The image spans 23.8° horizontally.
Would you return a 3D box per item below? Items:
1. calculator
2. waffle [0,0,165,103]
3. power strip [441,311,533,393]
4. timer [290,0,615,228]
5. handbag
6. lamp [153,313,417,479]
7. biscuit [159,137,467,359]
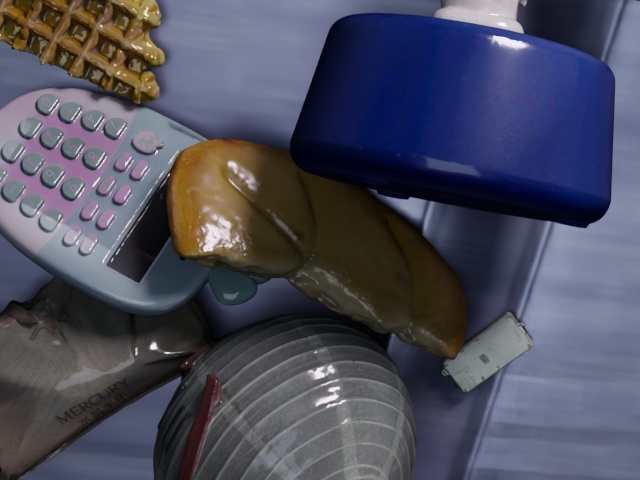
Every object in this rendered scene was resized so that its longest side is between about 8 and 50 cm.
[{"bbox_3d":[-0.175,-0.032,1.374,0.299,0.041,0.185,28,66,5],"label":"calculator"},{"bbox_3d":[-0.240,-0.196,1.395,0.192,0.046,0.160,-7,99,9],"label":"waffle"},{"bbox_3d":[0.156,0.106,1.422,0.090,0.016,0.040,-37,94,11],"label":"power strip"},{"bbox_3d":[0.139,-0.218,1.262,0.270,0.270,0.383,11,91,4],"label":"timer"},{"bbox_3d":[-0.231,0.094,1.412,0.270,0.117,0.182,-33,91,2],"label":"handbag"},{"bbox_3d":[-0.037,0.190,1.360,0.233,0.233,0.265,13,113,4],"label":"lamp"},{"bbox_3d":[0.002,-0.003,1.355,0.299,0.154,0.045,22,141,-16],"label":"biscuit"}]
